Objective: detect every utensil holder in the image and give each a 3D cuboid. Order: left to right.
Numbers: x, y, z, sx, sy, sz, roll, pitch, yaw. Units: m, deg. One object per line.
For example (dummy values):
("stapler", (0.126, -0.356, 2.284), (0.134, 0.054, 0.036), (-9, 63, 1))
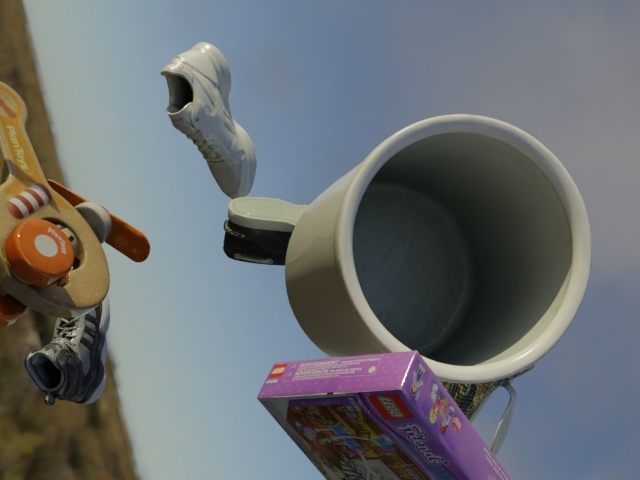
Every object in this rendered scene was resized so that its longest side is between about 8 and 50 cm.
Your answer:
("utensil holder", (0.138, 0.029, 1.690), (0.385, 0.328, 0.327), (152, -76, -76))

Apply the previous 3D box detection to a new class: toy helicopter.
("toy helicopter", (-0.369, -0.060, 1.645), (0.140, 0.235, 0.355), (-39, -115, 35))

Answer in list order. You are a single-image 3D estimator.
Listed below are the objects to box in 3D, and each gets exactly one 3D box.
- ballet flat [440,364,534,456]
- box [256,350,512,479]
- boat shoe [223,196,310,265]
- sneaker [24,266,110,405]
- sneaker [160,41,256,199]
("ballet flat", (0.225, 0.377, 2.298), (0.182, 0.483, 0.164), (37, 11, 11))
("box", (0.089, 0.245, 1.420), (0.293, 0.201, 0.057), (54, 46, -30))
("boat shoe", (0.000, 0.000, 1.938), (0.114, 0.303, 0.091), (-87, -172, -63))
("sneaker", (-0.479, 0.182, 2.369), (0.153, 0.101, 0.268), (0, 88, -64))
("sneaker", (-0.221, -0.210, 2.360), (0.114, 0.152, 0.305), (-3, -68, 42))
